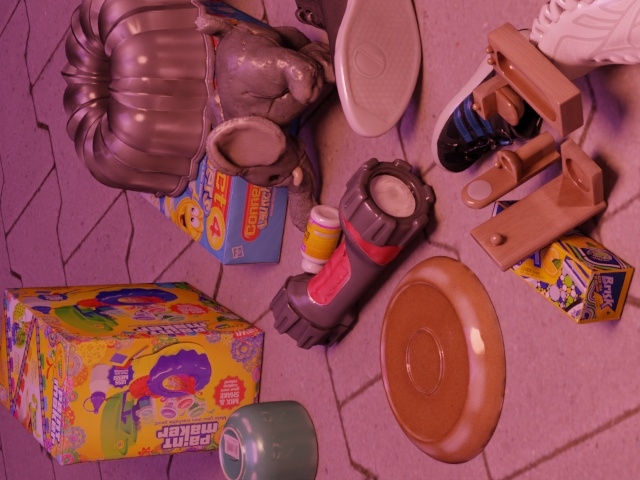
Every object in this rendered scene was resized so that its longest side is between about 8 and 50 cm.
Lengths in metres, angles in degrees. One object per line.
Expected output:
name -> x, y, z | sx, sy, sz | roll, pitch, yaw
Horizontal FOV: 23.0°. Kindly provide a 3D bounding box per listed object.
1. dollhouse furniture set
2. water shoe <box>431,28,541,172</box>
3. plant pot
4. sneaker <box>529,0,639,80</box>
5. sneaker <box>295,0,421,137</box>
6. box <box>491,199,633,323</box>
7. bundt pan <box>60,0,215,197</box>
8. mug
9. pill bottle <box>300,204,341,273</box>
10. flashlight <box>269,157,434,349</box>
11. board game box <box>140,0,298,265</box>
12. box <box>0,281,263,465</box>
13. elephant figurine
dollhouse furniture set -> 0.176, -0.088, 1.497 | 0.144, 0.123, 0.151 | 51, 168, 34
water shoe -> 0.179, -0.126, 1.626 | 0.080, 0.073, 0.203 | 63, 143, 31
plant pot -> 0.128, 0.135, 1.779 | 0.236, 0.032, 0.236 | 5, 95, 60
sneaker -> 0.290, -0.196, 1.399 | 0.292, 0.110, 0.118 | -35, 71, 57
sneaker -> 0.036, -0.248, 1.852 | 0.147, 0.105, 0.295 | -28, 62, 60
box -> 0.233, 0.017, 1.558 | 0.169, 0.054, 0.059 | 42, 128, 51
bundt pan -> -0.270, -0.219, 2.197 | 0.331, 0.124, 0.330 | 10, 101, 60
mug -> -0.081, 0.288, 2.095 | 0.157, 0.097, 0.129 | -61, 42, 43
pill bottle -> 0.000, 0.000, 1.985 | 0.043, 0.043, 0.083 | 52, 135, 47
flashlight -> 0.026, 0.021, 1.881 | 0.304, 0.103, 0.103 | -50, 51, 49
board game box -> -0.141, -0.159, 2.184 | 0.302, 0.086, 0.308 | 35, 122, 55
box -> -0.275, 0.181, 2.240 | 0.279, 0.290, 0.177 | 26, 114, 57
elephant figurine -> -0.075, -0.140, 1.955 | 0.186, 0.169, 0.239 | 33, 115, 22
